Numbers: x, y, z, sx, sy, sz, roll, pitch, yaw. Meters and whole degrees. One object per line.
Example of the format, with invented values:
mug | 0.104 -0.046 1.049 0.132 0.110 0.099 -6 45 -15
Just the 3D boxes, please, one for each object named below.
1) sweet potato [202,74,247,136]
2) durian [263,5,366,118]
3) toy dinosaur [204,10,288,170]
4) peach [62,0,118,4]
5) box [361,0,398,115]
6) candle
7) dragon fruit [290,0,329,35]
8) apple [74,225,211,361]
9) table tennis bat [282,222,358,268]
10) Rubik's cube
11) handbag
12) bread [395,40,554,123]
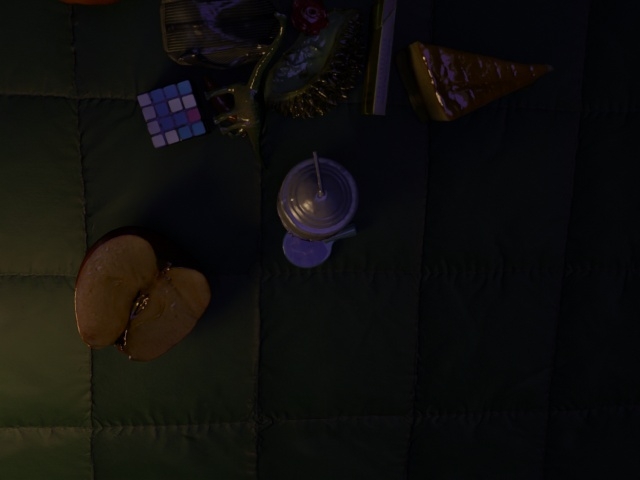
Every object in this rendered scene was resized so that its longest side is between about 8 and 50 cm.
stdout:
sweet potato | -0.272 -0.383 1.750 0.202 0.058 0.055 48 51 -17
durian | 0.003 -0.499 1.755 0.198 0.163 0.394 35 91 27
toy dinosaur | -0.144 -0.380 1.643 0.301 0.087 0.447 -22 141 10
peach | -0.591 -0.741 1.509 0.343 0.343 0.302 -2 131 -7
box | 0.162 -0.509 1.717 0.043 0.173 0.311 3 102 -9
candle | -0.010 -0.108 1.682 0.221 0.342 0.221 0 88 -4
dragon fruit | -0.032 -0.631 1.691 0.112 0.068 0.126 3 76 8
apple | -0.508 0.154 1.714 0.329 0.295 0.365 32 99 14
table tennis bat | 0.000 0.000 1.870 0.237 0.038 0.149 -18 100 -1
Rubik's cube | -0.398 -0.348 1.688 0.151 0.155 0.154 -17 102 -2
handbag | -0.258 -0.581 1.619 0.340 0.240 0.247 -9 107 -6
bread | 0.436 -0.490 1.730 0.361 0.233 0.245 -24 101 -6
